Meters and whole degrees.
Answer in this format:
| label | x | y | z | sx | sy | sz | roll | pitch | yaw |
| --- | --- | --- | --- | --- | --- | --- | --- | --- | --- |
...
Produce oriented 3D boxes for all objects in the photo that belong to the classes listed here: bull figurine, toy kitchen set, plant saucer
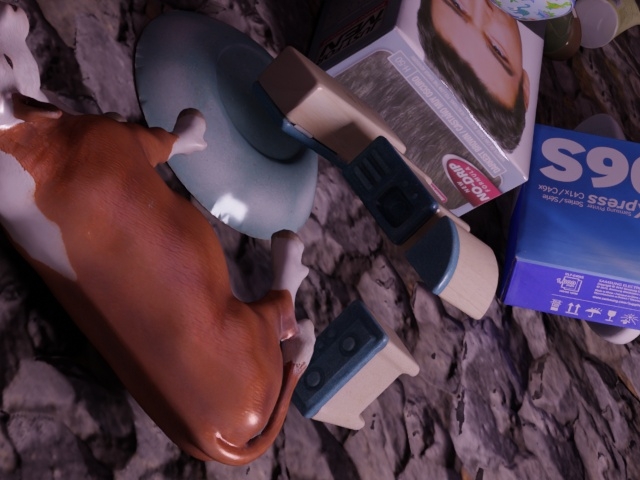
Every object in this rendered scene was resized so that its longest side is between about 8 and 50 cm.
| label | x | y | z | sx | sy | sz | roll | pitch | yaw |
| --- | --- | --- | --- | --- | --- | --- | --- | --- | --- |
| bull figurine | -0.115 | -0.008 | 0.943 | 0.310 | 0.101 | 0.188 | 58 | 30 | -4 |
| toy kitchen set | 0.000 | 0.000 | 1.100 | 0.122 | 0.166 | 0.207 | 32 | 17 | -49 |
| plant saucer | -0.056 | -0.095 | 1.158 | 0.195 | 0.037 | 0.195 | 34 | 42 | -37 |

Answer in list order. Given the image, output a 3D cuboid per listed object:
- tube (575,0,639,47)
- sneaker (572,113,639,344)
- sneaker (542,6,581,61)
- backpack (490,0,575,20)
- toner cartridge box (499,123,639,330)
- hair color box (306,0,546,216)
| label | x | y | z | sx | sy | sz | roll | pitch | yaw |
| --- | --- | --- | --- | --- | --- | --- | --- | --- | --- |
| tube | 0.351 | -0.283 | 1.875 | 0.240 | 0.062 | 0.070 | -42 | 145 | -63 |
| sneaker | 0.327 | 0.008 | 1.556 | 0.147 | 0.104 | 0.295 | 35 | 35 | -27 |
| sneaker | 0.212 | -0.282 | 1.664 | 0.086 | 0.064 | 0.192 | 19 | 45 | -48 |
| backpack | 0.194 | -0.244 | 1.342 | 0.105 | 0.114 | 0.084 | 32 | 62 | -41 |
| toner cartridge box | 0.347 | 0.006 | 1.397 | 0.348 | 0.075 | 0.165 | 11 | 54 | 2 |
| hair color box | 0.108 | -0.205 | 1.406 | 0.185 | 0.114 | 0.374 | 45 | 36 | -25 |
